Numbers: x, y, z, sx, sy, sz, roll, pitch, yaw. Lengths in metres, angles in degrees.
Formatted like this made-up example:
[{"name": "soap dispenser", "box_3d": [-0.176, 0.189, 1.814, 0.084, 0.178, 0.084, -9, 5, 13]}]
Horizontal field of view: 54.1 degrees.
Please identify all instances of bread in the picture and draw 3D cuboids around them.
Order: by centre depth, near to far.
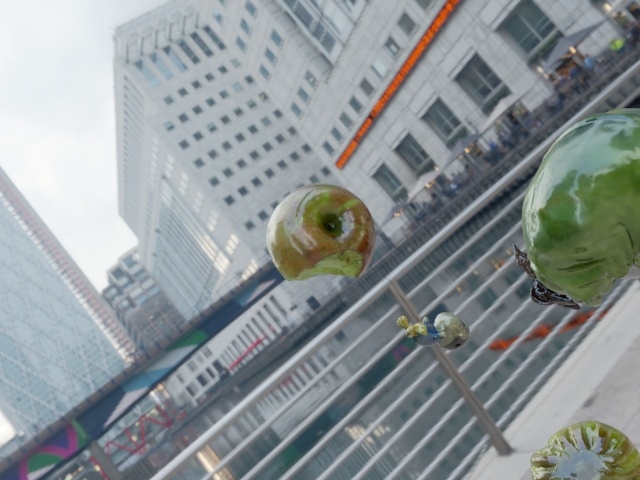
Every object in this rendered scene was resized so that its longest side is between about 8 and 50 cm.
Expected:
[{"name": "bread", "box_3d": [0.513, 0.452, 1.207, 0.213, 0.213, 0.105, -40, -39, 4]}]

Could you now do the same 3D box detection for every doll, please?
[{"name": "doll", "box_3d": [0.270, 0.204, 1.434, 0.089, 0.179, 0.102, -70, 23, 14]}]

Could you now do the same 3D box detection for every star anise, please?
[{"name": "star anise", "box_3d": [0.640, 0.125, 1.826, 0.102, 0.272, 0.272, -44, -5, 3]}]

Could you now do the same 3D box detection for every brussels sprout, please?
[{"name": "brussels sprout", "box_3d": [0.589, -0.089, 1.253, 0.425, 0.361, 0.342, -33, 40, 13]}]

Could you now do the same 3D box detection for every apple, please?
[{"name": "apple", "box_3d": [0.000, 0.000, 1.408, 0.246, 0.246, 0.226, -37, -9, -26]}]
